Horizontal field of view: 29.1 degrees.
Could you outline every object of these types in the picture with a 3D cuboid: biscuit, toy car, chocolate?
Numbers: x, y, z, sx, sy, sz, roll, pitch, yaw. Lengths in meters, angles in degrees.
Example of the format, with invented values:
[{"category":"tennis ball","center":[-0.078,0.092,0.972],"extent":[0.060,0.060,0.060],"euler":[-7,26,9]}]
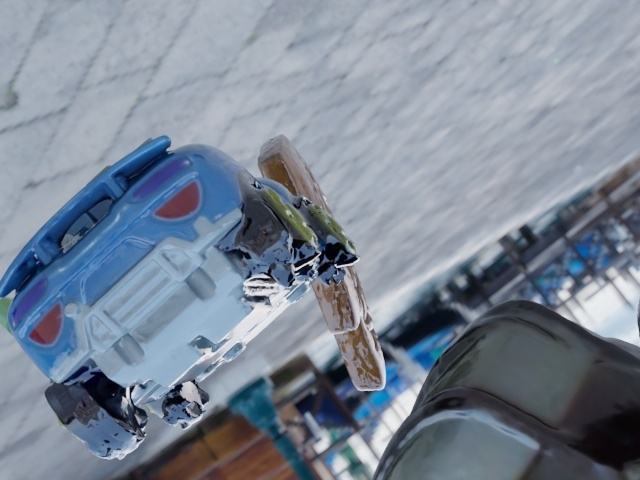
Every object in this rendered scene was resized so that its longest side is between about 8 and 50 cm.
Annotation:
[{"category":"biscuit","center":[0.000,0.000,1.239],"extent":[0.043,0.284,0.306],"euler":[-21,148,4]},{"category":"toy car","center":[-0.098,0.020,0.847],"extent":[0.198,0.166,0.314],"euler":[-42,172,7]},{"category":"chocolate","center":[0.160,0.166,1.000],"extent":[0.283,0.186,0.283],"euler":[-49,179,-1]}]

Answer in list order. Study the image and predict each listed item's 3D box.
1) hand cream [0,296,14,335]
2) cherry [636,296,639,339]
[{"category":"hand cream","center":[-0.283,0.104,1.287],"extent":[0.046,0.175,0.095],"euler":[-61,153,3]},{"category":"cherry","center":[0.317,0.067,0.791],"extent":[0.266,0.213,0.183],"euler":[-37,-144,47]}]
